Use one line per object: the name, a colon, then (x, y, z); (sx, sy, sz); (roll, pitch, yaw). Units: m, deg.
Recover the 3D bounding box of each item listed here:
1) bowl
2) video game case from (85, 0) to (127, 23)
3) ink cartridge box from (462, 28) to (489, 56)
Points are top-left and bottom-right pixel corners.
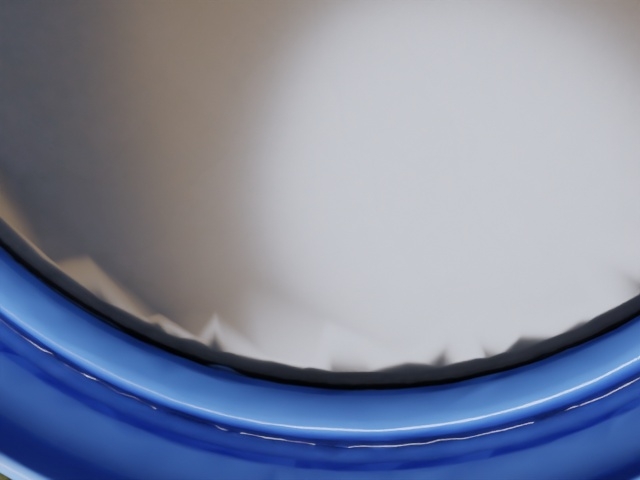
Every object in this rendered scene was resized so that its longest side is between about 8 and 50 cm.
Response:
bowl: (-0.002, -0.109, 0.458); (0.391, 0.077, 0.391); (2, 102, 11)
video game case: (-0.035, -0.280, 0.558); (0.300, 0.036, 0.329); (-39, 66, 16)
ink cartridge box: (0.133, -0.072, 0.619); (0.261, 0.296, 0.066); (-46, 58, 32)
